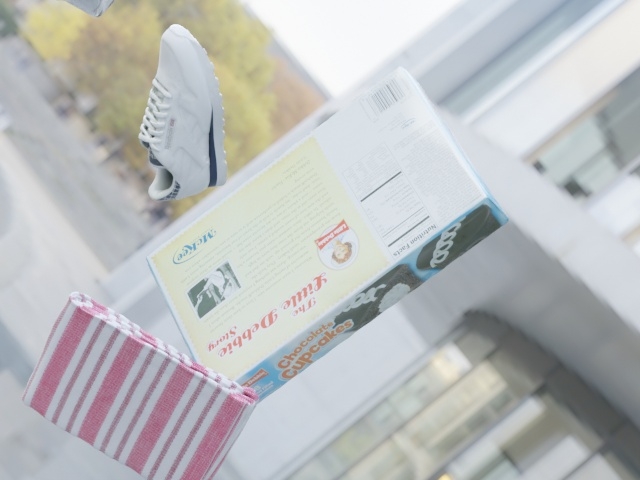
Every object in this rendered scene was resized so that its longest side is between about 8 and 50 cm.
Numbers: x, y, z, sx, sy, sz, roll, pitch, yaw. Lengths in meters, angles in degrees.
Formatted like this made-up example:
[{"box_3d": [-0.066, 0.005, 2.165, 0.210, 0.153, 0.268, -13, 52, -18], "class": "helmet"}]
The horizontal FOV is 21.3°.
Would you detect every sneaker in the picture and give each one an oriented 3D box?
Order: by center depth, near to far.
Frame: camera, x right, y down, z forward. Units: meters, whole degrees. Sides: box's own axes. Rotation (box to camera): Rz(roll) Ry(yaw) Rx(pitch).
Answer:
[{"box_3d": [-0.172, -0.148, 2.043, 0.090, 0.095, 0.235, -128, -154, -49], "class": "sneaker"}]

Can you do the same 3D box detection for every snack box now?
[{"box_3d": [0.000, 0.000, 1.625, 0.060, 0.322, 0.187, 41, 16, -53], "class": "snack box"}]

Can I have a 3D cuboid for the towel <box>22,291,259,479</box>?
[{"box_3d": [-0.168, 0.144, 1.559, 0.197, 0.144, 0.029, 31, 33, 0], "class": "towel"}]

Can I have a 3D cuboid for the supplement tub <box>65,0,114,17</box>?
[{"box_3d": [-0.216, -0.289, 0.969, 0.316, 0.228, 0.228, 30, -3, -5], "class": "supplement tub"}]
